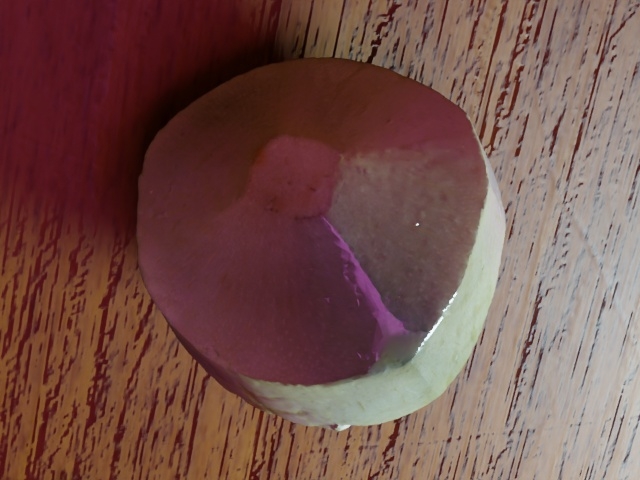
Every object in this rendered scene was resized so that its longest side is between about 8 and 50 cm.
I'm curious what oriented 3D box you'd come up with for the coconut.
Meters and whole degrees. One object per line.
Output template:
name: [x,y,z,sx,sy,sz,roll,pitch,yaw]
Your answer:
coconut: [0.000,0.000,1.323,0.259,0.259,0.259,-9,120,-16]
